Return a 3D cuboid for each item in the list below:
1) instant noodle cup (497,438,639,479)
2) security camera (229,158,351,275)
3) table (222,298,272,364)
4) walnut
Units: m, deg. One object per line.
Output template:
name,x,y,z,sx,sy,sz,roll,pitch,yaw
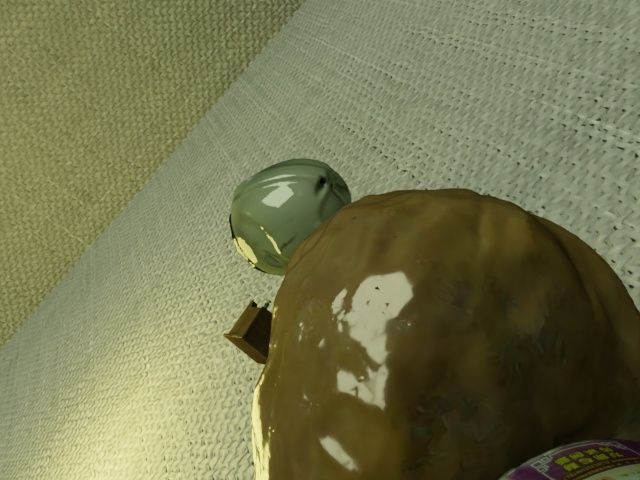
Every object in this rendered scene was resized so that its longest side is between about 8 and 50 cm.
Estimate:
instant noodle cup,0.215,0.269,0.380,0.339,0.340,0.266,-51,17,0
security camera,0.000,0.000,1.040,0.191,0.277,0.197,-25,37,38
table,-0.097,0.151,1.214,0.070,0.083,0.082,-7,45,56
walnut,0.099,0.137,0.635,0.384,0.384,0.383,-36,31,26
